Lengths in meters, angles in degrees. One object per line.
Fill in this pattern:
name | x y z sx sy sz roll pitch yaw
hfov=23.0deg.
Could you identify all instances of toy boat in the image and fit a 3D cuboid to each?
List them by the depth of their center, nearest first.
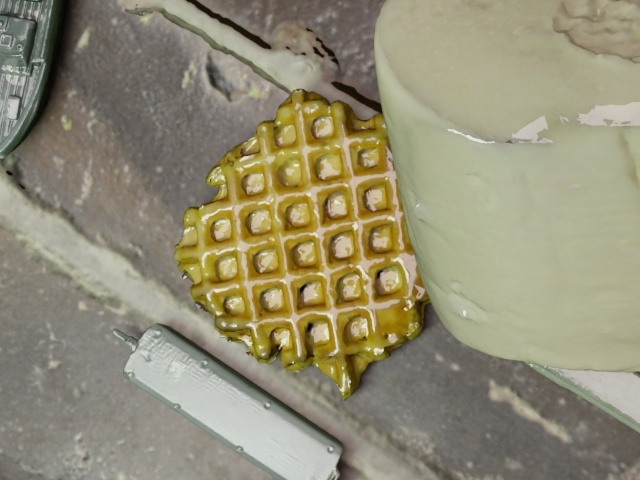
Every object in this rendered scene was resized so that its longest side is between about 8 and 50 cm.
toy boat | -0.284 -0.204 1.479 0.078 0.085 0.260 11 89 14

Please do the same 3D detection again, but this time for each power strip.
power strip | 0.285 0.142 1.321 0.272 0.078 0.052 32 96 13
power strip | -0.088 0.150 1.437 0.253 0.027 0.060 33 95 14

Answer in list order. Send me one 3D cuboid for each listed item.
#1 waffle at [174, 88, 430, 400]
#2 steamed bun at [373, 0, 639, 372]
waffle | 0.000 0.000 1.416 0.245 0.052 0.254 38 95 12
steamed bun | 0.283 -0.096 1.189 0.456 0.371 0.290 -4 54 12
